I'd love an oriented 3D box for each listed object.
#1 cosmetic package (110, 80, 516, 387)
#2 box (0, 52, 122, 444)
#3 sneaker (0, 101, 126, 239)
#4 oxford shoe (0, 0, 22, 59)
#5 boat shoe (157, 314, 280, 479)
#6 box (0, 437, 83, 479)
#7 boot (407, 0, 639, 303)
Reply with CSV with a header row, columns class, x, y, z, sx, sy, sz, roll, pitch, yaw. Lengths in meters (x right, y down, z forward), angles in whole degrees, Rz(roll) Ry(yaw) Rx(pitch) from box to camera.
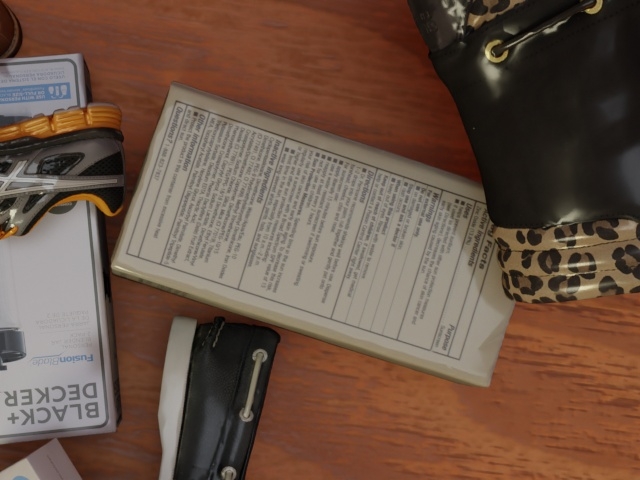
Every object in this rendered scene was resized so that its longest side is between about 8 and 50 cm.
class,x,y,z,sx,sy,sz,roll,pitch,yaw
cosmetic package,0.000,0.000,1.090,0.296,0.129,0.153,19,84,-6
box,-0.247,0.010,1.078,0.169,0.087,0.289,-4,89,-7
sneaker,-0.238,-0.036,0.996,0.215,0.084,0.083,-15,95,-8
oxford shoe,-0.322,-0.218,1.082,0.212,0.076,0.076,36,86,-3
boat shoe,-0.086,0.210,1.080,0.091,0.114,0.302,6,88,-1
box,-0.222,0.245,1.040,0.186,0.038,0.145,-31,91,34
boot,0.256,-0.123,0.953,0.378,0.138,0.284,-13,101,10
